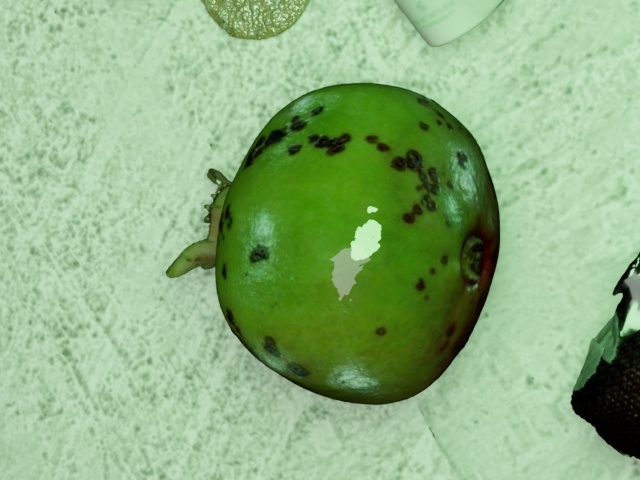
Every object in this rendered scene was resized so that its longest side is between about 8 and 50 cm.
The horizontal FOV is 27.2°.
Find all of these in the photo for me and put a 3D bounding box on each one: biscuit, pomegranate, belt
[{"bbox_3d":[-0.065,-0.258,1.316,0.120,0.015,0.120,1,96,13],"label":"biscuit"},{"bbox_3d":[0.004,-0.013,1.204,0.323,0.291,0.291,27,102,18],"label":"pomegranate"},{"bbox_3d":[0.341,0.064,1.169,0.164,0.184,0.289,37,103,-2],"label":"belt"}]

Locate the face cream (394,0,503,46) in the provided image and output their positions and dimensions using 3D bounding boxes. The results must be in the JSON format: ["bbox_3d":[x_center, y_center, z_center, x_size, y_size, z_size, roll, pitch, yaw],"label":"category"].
[{"bbox_3d":[0.036,-0.336,1.184,0.102,0.102,0.345,-34,109,15],"label":"face cream"}]
